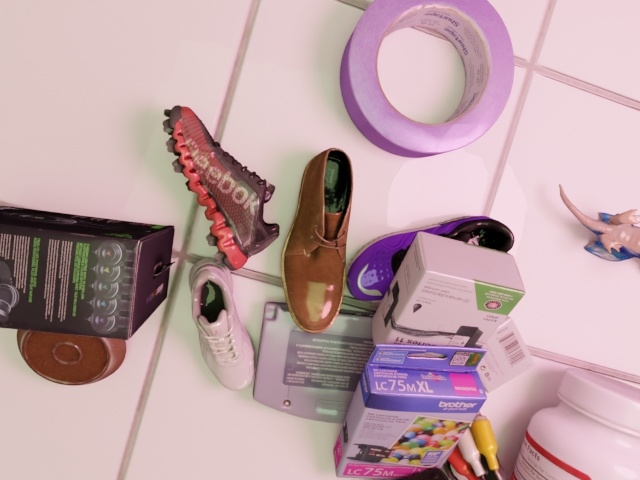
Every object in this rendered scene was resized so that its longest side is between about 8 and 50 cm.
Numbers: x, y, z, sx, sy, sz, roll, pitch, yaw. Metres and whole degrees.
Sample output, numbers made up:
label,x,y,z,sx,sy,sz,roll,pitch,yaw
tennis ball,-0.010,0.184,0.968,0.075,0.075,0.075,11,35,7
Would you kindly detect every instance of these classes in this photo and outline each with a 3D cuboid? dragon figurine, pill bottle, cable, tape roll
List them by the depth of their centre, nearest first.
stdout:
label,x,y,z,sx,sy,sz,roll,pitch,yaw
tape roll,0.174,-0.280,0.800,0.275,0.090,0.274,0,94,-7
cable,0.286,0.429,0.801,0.072,0.287,0.139,22,120,-34
pill bottle,0.452,0.444,0.825,0.229,0.229,0.407,17,93,-8
dragon figurine,0.546,-0.004,0.870,0.289,0.144,0.085,24,93,11

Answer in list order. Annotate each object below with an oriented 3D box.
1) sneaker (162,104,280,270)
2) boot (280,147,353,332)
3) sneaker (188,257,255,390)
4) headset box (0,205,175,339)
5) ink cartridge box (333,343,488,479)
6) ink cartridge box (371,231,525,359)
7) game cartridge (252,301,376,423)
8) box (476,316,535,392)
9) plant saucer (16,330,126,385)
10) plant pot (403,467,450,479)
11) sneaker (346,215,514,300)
label,x,y,z,sx,sy,sz,roll,pitch,yaw
sneaker,-0.151,-0.096,0.772,0.135,0.097,0.276,-25,99,-4
boot,0.000,0.000,0.770,0.112,0.115,0.305,6,87,-10
sneaker,-0.168,0.148,0.780,0.090,0.115,0.232,-18,97,-5
headset box,-0.357,0.035,0.682,0.283,0.246,0.131,8,95,-7
ink cartridge box,0.141,0.290,0.779,0.186,0.065,0.311,6,125,-9
ink cartridge box,0.183,0.103,0.730,0.153,0.087,0.208,12,131,-7
game cartridge,0.035,0.220,0.845,0.294,0.060,0.196,8,90,-7
box,0.300,0.193,0.856,0.102,0.087,0.101,-29,98,-3
plant saucer,-0.402,0.174,0.768,0.168,0.029,0.168,-3,117,-5
plant pot,0.179,0.502,0.797,0.188,0.187,0.167,-20,115,-5
sneaker,0.186,0.026,0.798,0.293,0.146,0.102,-21,97,-5
